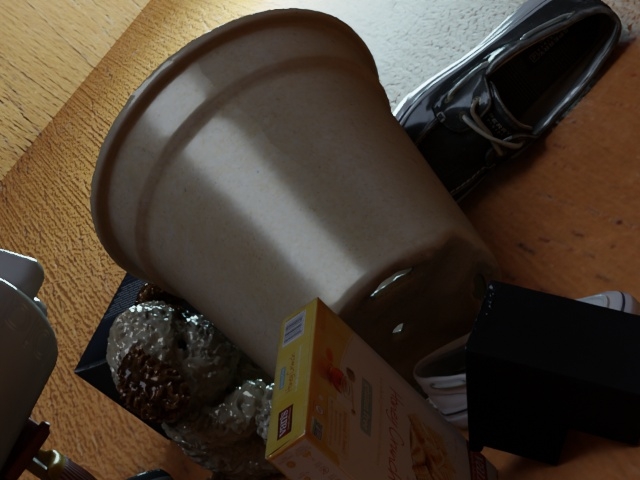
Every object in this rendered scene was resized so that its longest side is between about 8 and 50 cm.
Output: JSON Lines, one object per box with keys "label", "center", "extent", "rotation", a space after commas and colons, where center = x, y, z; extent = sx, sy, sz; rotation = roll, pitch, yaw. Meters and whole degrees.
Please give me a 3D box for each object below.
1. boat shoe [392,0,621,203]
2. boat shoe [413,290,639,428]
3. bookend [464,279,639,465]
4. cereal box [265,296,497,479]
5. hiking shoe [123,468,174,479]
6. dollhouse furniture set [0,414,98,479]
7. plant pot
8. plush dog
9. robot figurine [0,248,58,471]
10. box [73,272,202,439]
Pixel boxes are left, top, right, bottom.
{"label": "boat shoe", "center": [0.176, -0.141, 1.849], "extent": [0.335, 0.121, 0.119], "rotation": [-48, 17, 0]}
{"label": "boat shoe", "center": [0.173, 0.097, 1.534], "extent": [0.226, 0.076, 0.083], "rotation": [-35, 27, 34]}
{"label": "bookend", "center": [0.201, 0.121, 1.421], "extent": [0.157, 0.156, 0.072], "rotation": [13, 55, 17]}
{"label": "cereal box", "center": [0.056, 0.178, 1.411], "extent": [0.047, 0.240, 0.173], "rotation": [-35, 26, 24]}
{"label": "hiking shoe", "center": [-0.209, 0.380, 1.782], "extent": [0.132, 0.113, 0.304], "rotation": [41, 116, 27]}
{"label": "dollhouse furniture set", "center": [-0.327, 0.296, 2.036], "extent": [0.152, 0.201, 0.374], "rotation": [-55, 20, -10]}
{"label": "plant pot", "center": [0.000, 0.000, 1.678], "extent": [0.334, 0.334, 0.305], "rotation": [-48, 54, 7]}
{"label": "plush dog", "center": [-0.127, 0.147, 1.839], "extent": [0.210, 0.225, 0.262], "rotation": [-43, 23, 18]}
{"label": "robot figurine", "center": [-0.406, 0.162, 1.852], "extent": [0.300, 0.199, 0.353], "rotation": [91, -163, -50]}
{"label": "box", "center": [-0.169, 0.107, 2.089], "extent": [0.108, 0.153, 0.207], "rotation": [-21, 35, 52]}
